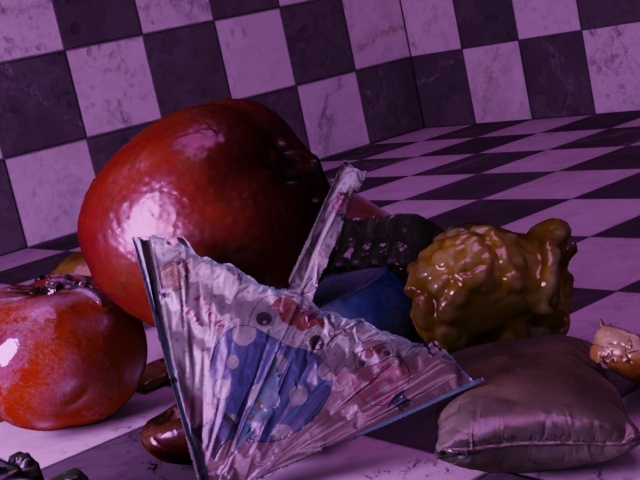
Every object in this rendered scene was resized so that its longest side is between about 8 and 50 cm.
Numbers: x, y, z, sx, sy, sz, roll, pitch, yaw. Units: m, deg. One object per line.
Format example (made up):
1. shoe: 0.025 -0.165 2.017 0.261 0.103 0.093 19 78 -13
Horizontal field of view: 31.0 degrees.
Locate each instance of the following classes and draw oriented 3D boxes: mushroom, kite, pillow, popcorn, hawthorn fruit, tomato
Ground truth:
1. mushroom: -0.100 0.123 1.227 0.227 0.217 0.148 -10 10 7
2. kite: -0.034 0.093 1.144 0.406 0.368 0.014 22 -6 22
3. pillow: 0.201 0.154 1.124 0.185 0.075 0.302 -5 10 6
4. popcorn: 0.199 0.064 1.327 0.189 0.169 0.218 -3 -13 16
5. hawthorn fruit: -0.134 -0.026 1.370 0.311 0.295 0.295 -12 10 -4
6. tomato: -0.335 0.146 1.456 0.232 0.188 0.232 -6 12 1

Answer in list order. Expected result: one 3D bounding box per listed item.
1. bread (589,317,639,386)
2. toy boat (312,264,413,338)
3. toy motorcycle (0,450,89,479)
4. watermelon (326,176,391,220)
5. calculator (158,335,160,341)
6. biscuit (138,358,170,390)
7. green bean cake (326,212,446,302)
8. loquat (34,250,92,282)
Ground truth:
1. bread: 0.316 0.118 1.146 0.072 0.053 0.106 14 -8 41
2. toy boat: -0.021 0.134 1.460 0.330 0.123 0.215 -19 7 33
3. toy motorcycle: -0.324 0.250 1.071 0.205 0.127 0.275 -20 16 -24
4. watermelon: 0.000 0.000 1.870 0.224 0.180 0.305 -20 6 19
5. calculator: -0.096 0.091 1.640 0.268 0.040 0.177 -14 -28 -17
6. biscuit: -0.231 0.185 1.594 0.081 0.018 0.083 -21 13 -38
7. green bean cake: 0.102 0.041 1.573 0.181 0.094 0.173 -3 -26 39
8. loquat: -0.365 0.091 1.901 0.204 0.149 0.172 1 7 -10
